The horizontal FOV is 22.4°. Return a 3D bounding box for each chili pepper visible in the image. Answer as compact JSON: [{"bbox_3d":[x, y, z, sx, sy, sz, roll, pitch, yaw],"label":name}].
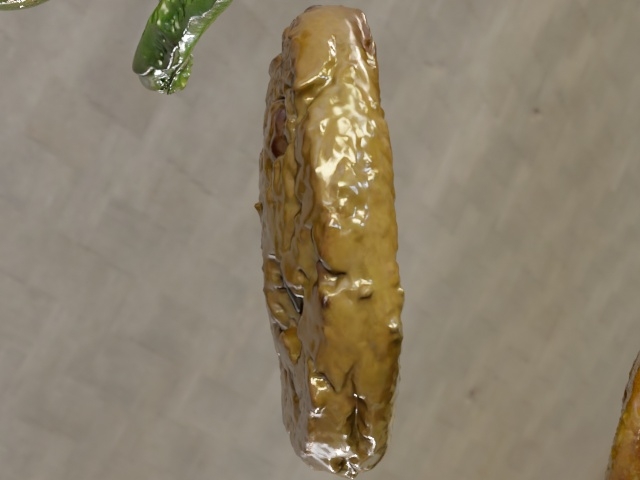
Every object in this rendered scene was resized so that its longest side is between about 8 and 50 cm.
[{"bbox_3d":[-0.115,-0.224,1.546,0.359,0.076,0.085,-39,-155,62],"label":"chili pepper"}]

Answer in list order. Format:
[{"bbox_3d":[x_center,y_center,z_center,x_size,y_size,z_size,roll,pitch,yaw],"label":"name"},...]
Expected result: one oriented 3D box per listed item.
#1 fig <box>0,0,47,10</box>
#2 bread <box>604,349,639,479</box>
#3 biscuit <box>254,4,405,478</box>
[{"bbox_3d":[-0.365,-0.310,1.803,0.156,0.123,0.123,-20,141,-9],"label":"fig"},{"bbox_3d":[0.206,0.161,0.912,0.124,0.084,0.344,-38,132,-61],"label":"bread"},{"bbox_3d":[-0.002,0.001,0.998,0.296,0.075,0.296,176,-90,-84],"label":"biscuit"}]
